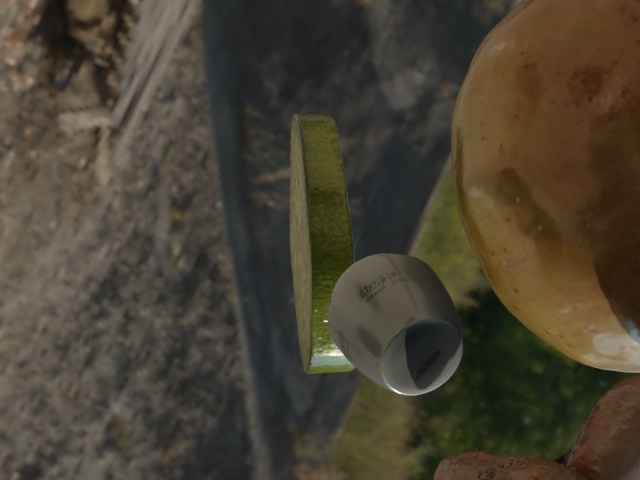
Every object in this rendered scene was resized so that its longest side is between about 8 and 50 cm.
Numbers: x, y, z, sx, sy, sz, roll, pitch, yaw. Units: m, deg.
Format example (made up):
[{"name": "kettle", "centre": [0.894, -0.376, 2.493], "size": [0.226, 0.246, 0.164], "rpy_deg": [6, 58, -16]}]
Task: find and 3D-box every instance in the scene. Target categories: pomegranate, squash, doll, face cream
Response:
[{"name": "pomegranate", "centre": [0.268, -0.061, 1.210], "size": [0.338, 0.338, 0.338], "rpy_deg": [25, 90, -90]}, {"name": "squash", "centre": [0.000, 0.000, 1.458], "size": [0.252, 0.048, 0.252], "rpy_deg": [177, -90, -86]}, {"name": "doll", "centre": [0.173, 0.170, 1.073], "size": [0.303, 0.156, 0.201], "rpy_deg": [-39, 140, -40]}, {"name": "face cream", "centre": [0.055, 0.061, 1.102], "size": [0.091, 0.091, 0.095], "rpy_deg": [-65, -150, 19]}]
